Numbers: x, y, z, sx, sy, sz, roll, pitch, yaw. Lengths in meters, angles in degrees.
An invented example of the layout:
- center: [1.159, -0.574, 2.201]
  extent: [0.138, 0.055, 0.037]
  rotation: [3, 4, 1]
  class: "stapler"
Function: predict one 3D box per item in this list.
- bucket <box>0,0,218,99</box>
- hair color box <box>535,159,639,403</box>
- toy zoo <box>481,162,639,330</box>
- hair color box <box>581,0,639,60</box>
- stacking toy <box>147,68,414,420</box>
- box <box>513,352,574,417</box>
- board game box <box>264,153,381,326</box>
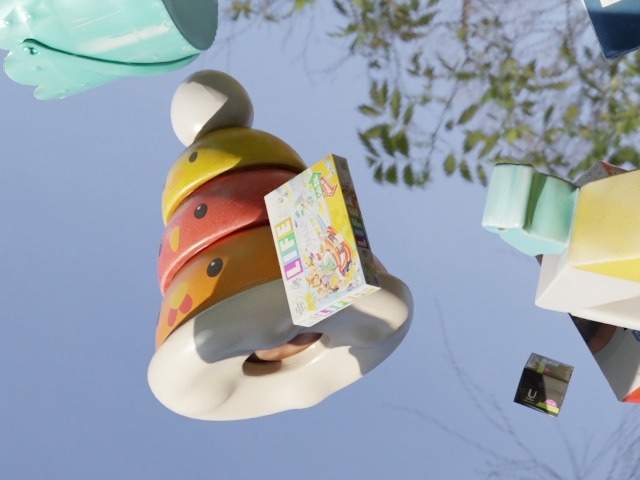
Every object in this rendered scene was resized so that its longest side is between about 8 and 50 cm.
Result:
- center: [-0.231, -0.294, 1.157]
  extent: [0.183, 0.281, 0.281]
  rotation: [-10, -141, 14]
  class: "bucket"
- center: [0.235, 0.032, 0.852]
  extent: [0.053, 0.093, 0.167]
  rotation: [13, -139, -42]
  class: "hair color box"
- center: [0.194, 0.022, 0.351]
  extent: [0.293, 0.192, 0.030]
  rotation: [13, -99, -5]
  class: "toy zoo"
- center: [0.297, -0.287, 1.018]
  extent: [0.173, 0.105, 0.347]
  rotation: [67, -156, -9]
  class: "hair color box"
- center: [-0.109, -0.028, 1.493]
  extent: [0.351, 0.350, 0.479]
  rotation: [-2, -123, -32]
  class: "stacking toy"
- center: [0.295, 0.189, 1.457]
  extent: [0.062, 0.052, 0.083]
  rotation: [18, -167, 14]
  class: "box"
- center: [0.000, 0.000, 1.165]
  extent: [0.026, 0.103, 0.154]
  rotation: [14, -127, -47]
  class: "board game box"
